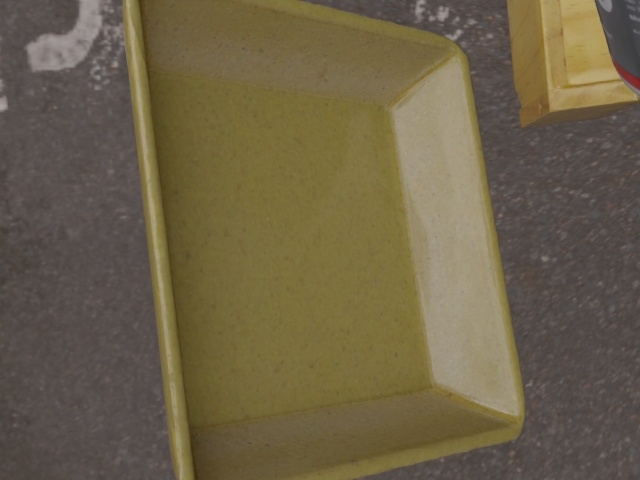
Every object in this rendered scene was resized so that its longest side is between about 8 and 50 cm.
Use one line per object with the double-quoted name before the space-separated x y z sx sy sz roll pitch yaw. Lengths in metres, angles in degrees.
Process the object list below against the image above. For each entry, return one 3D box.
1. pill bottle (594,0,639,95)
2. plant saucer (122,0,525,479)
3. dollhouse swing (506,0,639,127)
"pill bottle" 0.247 -0.234 0.603 0.161 0.283 0.161 -17 48 20
"plant saucer" 0.000 0.000 0.661 0.081 0.333 0.332 -18 77 45
"dollhouse swing" 0.427 -0.351 1.227 0.305 0.315 0.346 -6 91 3
